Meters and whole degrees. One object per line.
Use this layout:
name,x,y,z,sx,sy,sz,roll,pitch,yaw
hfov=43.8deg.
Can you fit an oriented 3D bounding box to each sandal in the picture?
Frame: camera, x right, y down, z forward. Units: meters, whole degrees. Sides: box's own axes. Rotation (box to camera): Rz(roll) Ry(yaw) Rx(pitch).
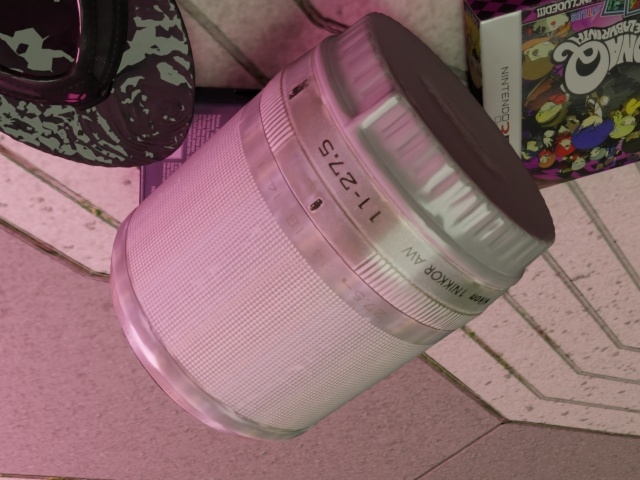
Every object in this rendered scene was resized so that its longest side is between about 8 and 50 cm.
sandal,-0.204,-0.185,0.442,0.167,0.107,0.446,-19,136,5

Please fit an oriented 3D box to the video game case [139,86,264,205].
video game case,-0.021,-0.048,0.712,0.274,0.026,0.196,-2,137,-16

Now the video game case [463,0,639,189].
video game case,0.242,-0.141,0.675,0.232,0.042,0.210,-15,140,0

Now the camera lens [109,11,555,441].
camera lens,0.000,0.000,0.588,0.274,0.219,0.219,-39,133,24
